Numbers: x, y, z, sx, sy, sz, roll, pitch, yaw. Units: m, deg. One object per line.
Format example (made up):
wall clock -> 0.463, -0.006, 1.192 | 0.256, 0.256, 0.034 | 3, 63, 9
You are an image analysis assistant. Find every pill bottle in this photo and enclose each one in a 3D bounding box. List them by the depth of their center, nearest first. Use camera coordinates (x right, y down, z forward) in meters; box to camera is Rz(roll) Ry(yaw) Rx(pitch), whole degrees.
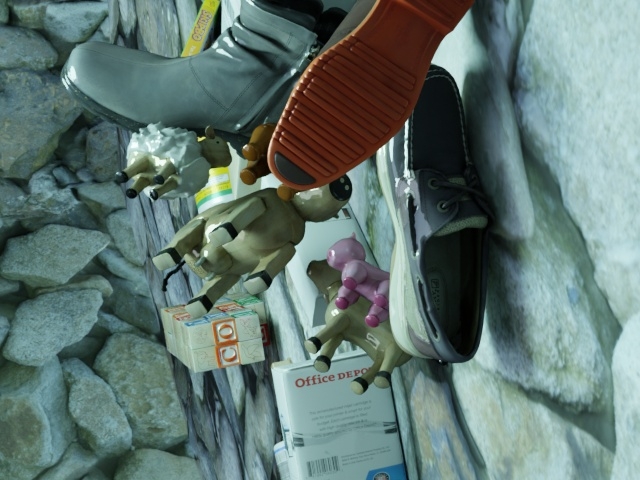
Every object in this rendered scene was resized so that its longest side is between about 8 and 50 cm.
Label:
pill bottle -> -0.025, 0.394, 1.926 | 0.078, 0.078, 0.137 | 117, 140, -67
pill bottle -> -0.174, -0.146, 2.037 | 0.117, 0.117, 0.209 | 125, 134, -70

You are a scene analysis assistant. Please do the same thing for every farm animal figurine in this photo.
farm animal figurine -> -0.033, 0.000, 1.330 | 0.172, 0.326, 0.330 | -50, -51, -48

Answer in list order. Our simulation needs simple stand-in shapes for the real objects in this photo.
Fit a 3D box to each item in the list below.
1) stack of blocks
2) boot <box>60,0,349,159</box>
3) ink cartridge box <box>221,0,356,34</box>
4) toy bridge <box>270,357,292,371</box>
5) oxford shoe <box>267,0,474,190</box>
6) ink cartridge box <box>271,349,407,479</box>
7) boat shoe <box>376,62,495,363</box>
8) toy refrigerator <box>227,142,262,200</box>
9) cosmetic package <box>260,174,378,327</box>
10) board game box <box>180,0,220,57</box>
stack of blocks -> -0.186, 0.167, 2.189 | 0.297, 0.171, 0.087 | -169, 69, -73
boot -> -0.109, -0.211, 1.322 | 0.223, 0.338, 0.118 | 118, 162, -46
ink cartridge box -> -0.042, -0.303, 1.437 | 0.278, 0.117, 0.201 | 96, 158, -49
toy bridge -> -0.029, 0.276, 1.888 | 0.026, 0.063, 0.188 | 111, 147, -63
oxford shoe -> 0.047, -0.161, 1.053 | 0.097, 0.271, 0.098 | 39, -178, -15
ink cartridge box -> 0.024, 0.246, 1.521 | 0.082, 0.139, 0.191 | 166, 94, -77
boat shoe -> 0.116, -0.023, 1.094 | 0.092, 0.102, 0.285 | 14, 107, 56
toy refrigerator -> -0.081, -0.174, 1.727 | 0.270, 0.094, 0.102 | 100, 161, -52
cosmetic package -> 0.000, 0.000, 1.526 | 0.060, 0.098, 0.239 | 95, 159, -46
board game box -> -0.232, -0.316, 2.099 | 0.124, 0.039, 0.260 | 114, 172, -65
